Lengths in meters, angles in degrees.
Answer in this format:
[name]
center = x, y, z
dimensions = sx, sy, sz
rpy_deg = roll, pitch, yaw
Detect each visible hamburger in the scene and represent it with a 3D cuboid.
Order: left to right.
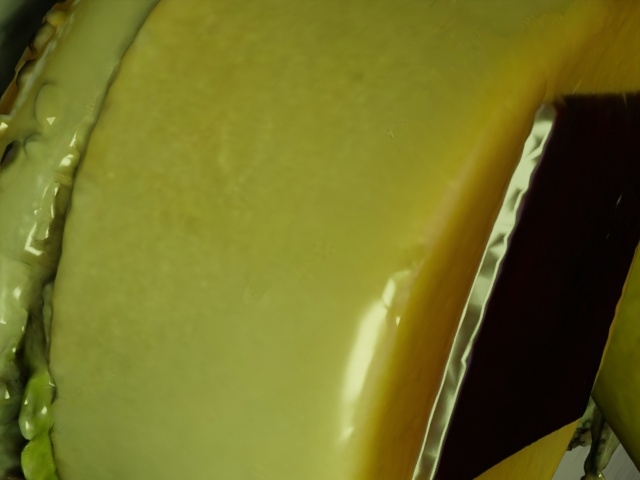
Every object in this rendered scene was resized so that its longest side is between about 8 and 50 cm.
[hamburger]
center = 0.000, 0.000, 0.543
dimensions = 0.300, 0.176, 0.300
rpy_deg = -46, 149, -38

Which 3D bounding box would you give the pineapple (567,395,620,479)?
[pineapple]
center = 0.134, 0.027, 0.878
dimensions = 0.334, 0.158, 0.161
rpy_deg = -64, 157, -1

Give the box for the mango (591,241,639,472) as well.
[mango]
center = 0.230, -0.025, 0.737
dimensions = 0.220, 0.301, 0.445
rpy_deg = -38, -129, 56
